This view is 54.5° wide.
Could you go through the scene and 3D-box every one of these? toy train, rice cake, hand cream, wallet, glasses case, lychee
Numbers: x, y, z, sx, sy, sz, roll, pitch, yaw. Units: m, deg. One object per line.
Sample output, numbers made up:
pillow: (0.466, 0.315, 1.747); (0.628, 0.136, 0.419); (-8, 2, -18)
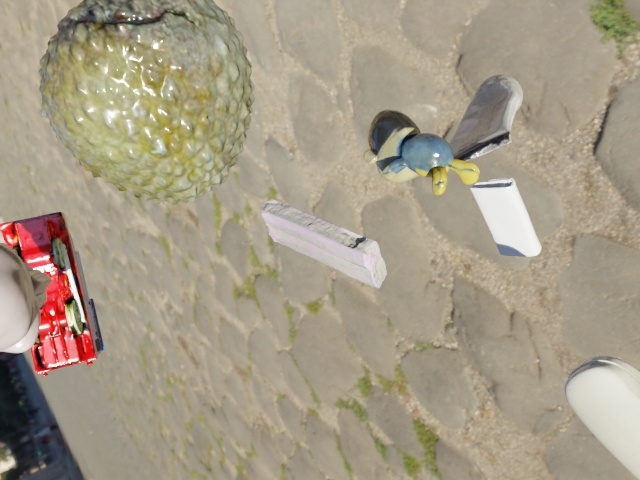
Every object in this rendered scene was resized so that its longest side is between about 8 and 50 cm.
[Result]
toy train: (-0.359, 0.072, 0.837); (0.131, 0.082, 0.204); (168, 90, -79)
rice cake: (0.001, -0.001, 1.271); (0.298, 0.050, 0.106); (23, 149, 34)
hand cream: (0.258, -0.187, 0.965); (0.121, 0.336, 0.076); (-29, 103, 35)
wallet: (0.246, -0.028, 0.821); (0.061, 0.025, 0.122); (-4, 131, 40)
glasses case: (0.326, 0.196, 0.594); (0.204, 0.051, 0.081); (46, 142, 11)
lychee: (-0.200, -0.178, 0.752); (0.255, 0.255, 0.274); (-7, 109, 61)

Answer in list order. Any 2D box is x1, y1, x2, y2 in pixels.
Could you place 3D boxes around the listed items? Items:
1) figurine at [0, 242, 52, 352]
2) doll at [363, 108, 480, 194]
figurine: (-0.315, 0.051, 0.579); (0.137, 0.112, 0.229); (47, 177, -2)
doll: (0.116, -0.107, 0.790); (0.179, 0.102, 0.089); (51, 152, 43)
